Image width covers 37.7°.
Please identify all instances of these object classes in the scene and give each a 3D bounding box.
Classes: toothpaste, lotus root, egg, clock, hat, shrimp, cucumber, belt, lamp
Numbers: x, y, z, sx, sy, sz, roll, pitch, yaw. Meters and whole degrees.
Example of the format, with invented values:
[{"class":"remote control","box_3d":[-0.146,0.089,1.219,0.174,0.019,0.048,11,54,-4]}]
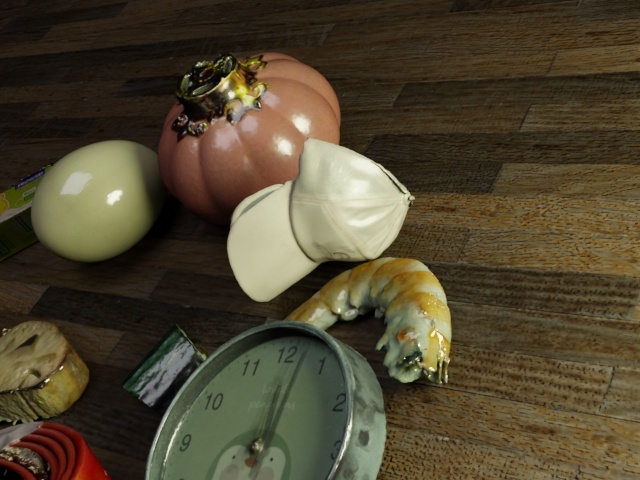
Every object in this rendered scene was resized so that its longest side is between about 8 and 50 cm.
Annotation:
[{"class":"toothpaste","box_3d":[-0.618,-0.019,1.774,0.327,0.077,0.110,-28,40,6]},{"class":"lotus root","box_3d":[-0.464,0.202,1.434,0.260,0.074,0.170,-6,44,31]},{"class":"egg","box_3d":[-0.365,-0.068,1.563,0.241,0.186,0.186,-41,39,-18]},{"class":"clock","box_3d":[-0.072,0.239,1.086,0.318,0.066,0.319,-26,41,25]},{"class":"hat","box_3d":[0.000,0.000,1.246,0.164,0.219,0.226,28,78,36]},{"class":"shrimp","box_3d":[0.056,0.094,1.198,0.287,0.068,0.185,1,47,38]},{"class":"cucumber","box_3d":[-0.210,0.179,1.296,0.115,0.062,0.116,-48,39,-13]},{"class":"belt","box_3d":[-0.391,0.337,1.160,0.323,0.115,0.227,-5,29,41]},{"class":"lamp","box_3d":[-0.120,-0.174,1.465,0.305,0.240,0.305,-18,41,17]}]
